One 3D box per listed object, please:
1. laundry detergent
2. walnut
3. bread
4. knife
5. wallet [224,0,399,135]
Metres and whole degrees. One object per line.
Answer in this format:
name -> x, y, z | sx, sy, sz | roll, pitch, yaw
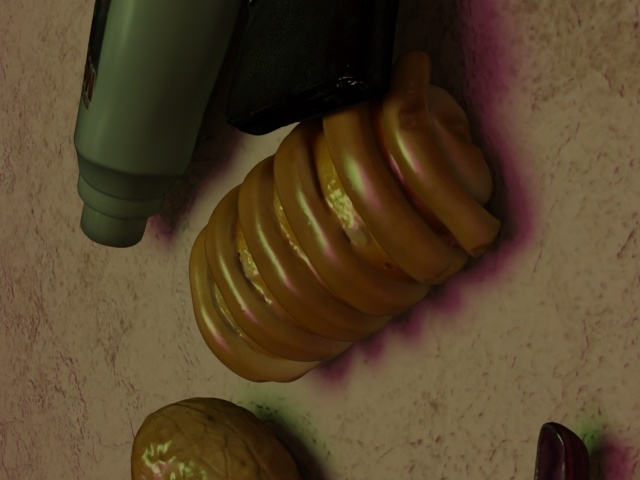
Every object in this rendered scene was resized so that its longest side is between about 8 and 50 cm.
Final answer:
laundry detergent -> -0.154, -0.181, 1.135 | 0.264, 0.125, 0.398 | -106, 29, -54
walnut -> -0.086, 0.220, 1.069 | 0.180, 0.144, 0.144 | 38, 118, 39
bread -> 0.000, 0.000, 0.970 | 0.311, 0.121, 0.173 | -41, 63, 39
knife -> 0.140, 0.251, 0.862 | 0.123, 0.053, 0.278 | 38, 118, 58
wallet -> 0.008, -0.236, 0.945 | 0.172, 0.045, 0.318 | -14, 59, 50
